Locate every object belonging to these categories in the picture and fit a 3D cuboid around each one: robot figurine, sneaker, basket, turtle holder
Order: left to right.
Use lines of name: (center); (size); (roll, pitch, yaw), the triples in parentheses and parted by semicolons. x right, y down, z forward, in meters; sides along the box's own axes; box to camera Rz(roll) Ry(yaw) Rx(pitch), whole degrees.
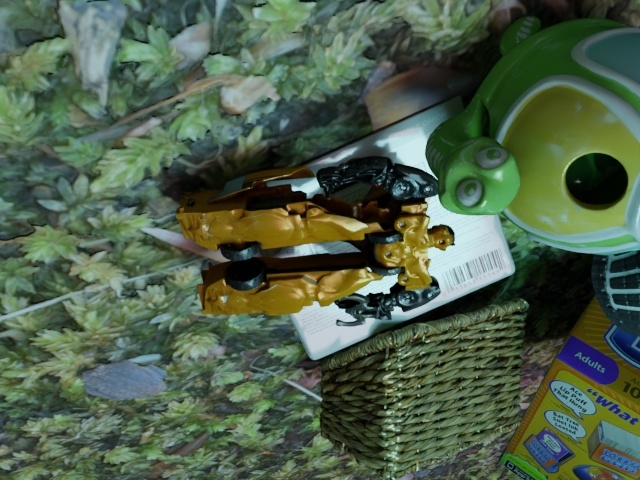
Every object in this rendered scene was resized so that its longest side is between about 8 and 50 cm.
robot figurine: (0.000, 0.000, 0.729); (0.290, 0.085, 0.211); (-5, 124, 3)
basket: (0.148, 0.188, 1.016); (0.299, 0.213, 0.223); (-10, 106, -33)
turtle holder: (0.270, -0.105, 0.666); (0.320, 0.227, 0.243); (20, 109, -34)
sneaker: (0.430, -0.023, 0.862); (0.121, 0.111, 0.300); (-5, 95, -42)

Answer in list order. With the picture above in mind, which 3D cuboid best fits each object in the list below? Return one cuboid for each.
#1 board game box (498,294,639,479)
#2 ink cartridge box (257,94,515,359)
board game box: (0.561, 0.259, 1.049); (0.356, 0.356, 0.356); (-42, 152, -31)
ink cartridge box: (0.072, -0.014, 0.838); (0.296, 0.066, 0.261); (-24, 116, 1)
